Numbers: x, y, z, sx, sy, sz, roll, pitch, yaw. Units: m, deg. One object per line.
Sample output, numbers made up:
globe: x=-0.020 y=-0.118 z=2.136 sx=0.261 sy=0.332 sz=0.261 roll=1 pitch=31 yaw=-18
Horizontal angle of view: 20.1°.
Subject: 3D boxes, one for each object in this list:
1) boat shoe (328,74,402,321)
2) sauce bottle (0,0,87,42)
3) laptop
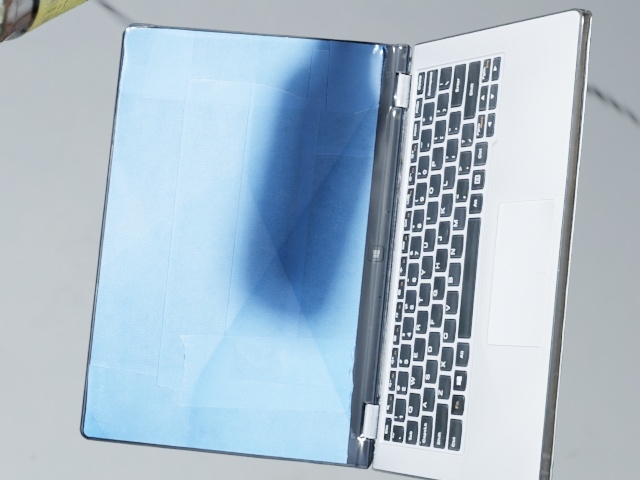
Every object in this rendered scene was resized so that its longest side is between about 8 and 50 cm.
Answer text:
boat shoe: x=0.048 y=-0.045 z=1.768 sx=0.123 sy=0.342 sz=0.123 roll=-9 pitch=38 yaw=-7
sauce bottle: x=-0.155 y=-0.243 z=1.323 sx=0.111 sy=0.111 sz=0.344 roll=51 pitch=44 yaw=3
laptop: x=0.000 y=0.000 z=1.508 sx=0.236 sy=0.408 sz=0.382 roll=8 pitch=85 yaw=-28
